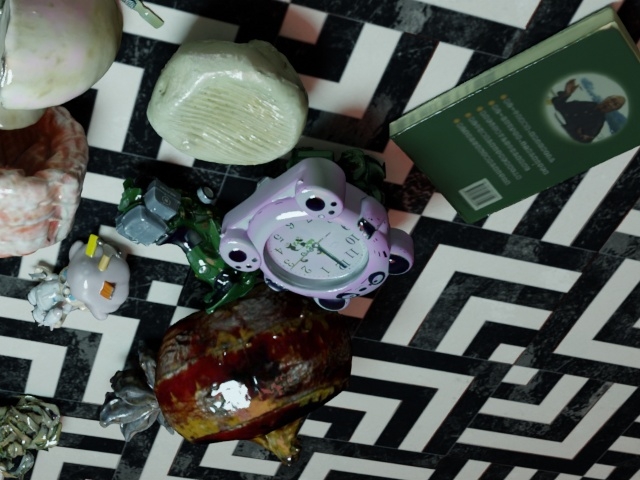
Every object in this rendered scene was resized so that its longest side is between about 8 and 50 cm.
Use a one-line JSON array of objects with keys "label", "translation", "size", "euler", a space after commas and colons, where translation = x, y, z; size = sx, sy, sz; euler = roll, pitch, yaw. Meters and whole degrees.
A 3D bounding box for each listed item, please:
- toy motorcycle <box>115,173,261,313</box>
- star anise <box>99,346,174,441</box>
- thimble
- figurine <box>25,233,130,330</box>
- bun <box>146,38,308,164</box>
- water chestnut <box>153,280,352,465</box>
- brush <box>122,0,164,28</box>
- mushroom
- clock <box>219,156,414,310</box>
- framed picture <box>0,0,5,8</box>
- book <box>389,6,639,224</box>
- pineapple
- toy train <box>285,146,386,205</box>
[{"label": "toy motorcycle", "translation": [-0.197, 0.006, 1.711], "size": [0.275, 0.187, 0.125], "euler": [33, 126, -29]}, {"label": "star anise", "translation": [-0.298, 0.271, 2.043], "size": [0.223, 0.109, 0.236], "euler": [3, 138, -29]}, {"label": "thimble", "translation": [-0.451, -0.098, 1.559], "size": [0.239, 0.239, 0.162], "euler": [13, 132, -17]}, {"label": "figurine", "translation": [-0.395, 0.075, 1.824], "size": [0.229, 0.137, 0.112], "euler": [-25, 164, 26]}, {"label": "bun", "translation": [-0.123, -0.206, 1.531], "size": [0.231, 0.133, 0.231], "euler": [-1, 146, -1]}, {"label": "water chestnut", "translation": [-0.095, 0.231, 1.832], "size": [0.351, 0.302, 0.350], "euler": [-21, 177, -1]}, {"label": "brush", "translation": [-0.247, -0.315, 1.495], "size": [0.016, 0.013, 0.084], "euler": [-32, 131, 23]}, {"label": "mushroom", "translation": [-0.344, -0.236, 1.448], "size": [0.173, 0.162, 0.236], "euler": [5, 131, -21]}, {"label": "clock", "translation": [0.000, 0.000, 1.638], "size": [0.228, 0.090, 0.248], "euler": [-33, 127, 32]}, {"label": "framed picture", "translation": [-0.484, -0.328, 1.465], "size": [0.173, 0.010, 0.231], "euler": [7, 135, -11]}, {"label": "book", "translation": [0.324, -0.175, 1.665], "size": [0.371, 0.043, 0.260], "euler": [-26, 134, 23]}, {"label": "pineapple", "translation": [-0.622, 0.369, 2.074], "size": [0.272, 0.262, 0.262], "euler": [6, 140, -40]}, {"label": "toy train", "translation": [0.030, -0.038, 1.740], "size": [0.155, 0.115, 0.269], "euler": [0, 137, 8]}]
